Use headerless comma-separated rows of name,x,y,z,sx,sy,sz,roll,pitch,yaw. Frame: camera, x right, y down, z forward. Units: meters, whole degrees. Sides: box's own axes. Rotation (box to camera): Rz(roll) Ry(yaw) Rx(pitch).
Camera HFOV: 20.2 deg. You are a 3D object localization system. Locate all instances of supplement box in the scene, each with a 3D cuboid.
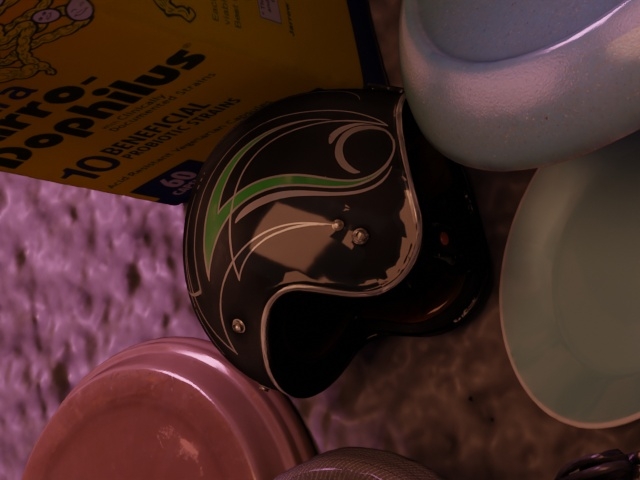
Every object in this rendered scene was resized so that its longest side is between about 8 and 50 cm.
supplement box,-0.158,-0.164,1.060,0.194,0.356,0.195,-26,67,35

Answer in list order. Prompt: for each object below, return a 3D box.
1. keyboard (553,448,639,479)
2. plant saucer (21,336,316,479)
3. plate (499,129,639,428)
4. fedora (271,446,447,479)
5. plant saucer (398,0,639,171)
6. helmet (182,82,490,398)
keyboard,0.043,0.172,0.817,0.033,0.201,0.317,51,145,-10
plant saucer,-0.110,0.200,1.170,0.278,0.041,0.278,-7,79,38
plate,0.165,0.010,0.956,0.188,0.024,0.188,-29,53,48
fedora,0.037,0.256,0.980,0.244,0.124,0.275,-31,55,30
plant saucer,0.149,-0.178,0.916,0.317,0.044,0.317,-35,33,27
helmet,0.000,0.000,1.031,0.161,0.169,0.169,-18,71,20
